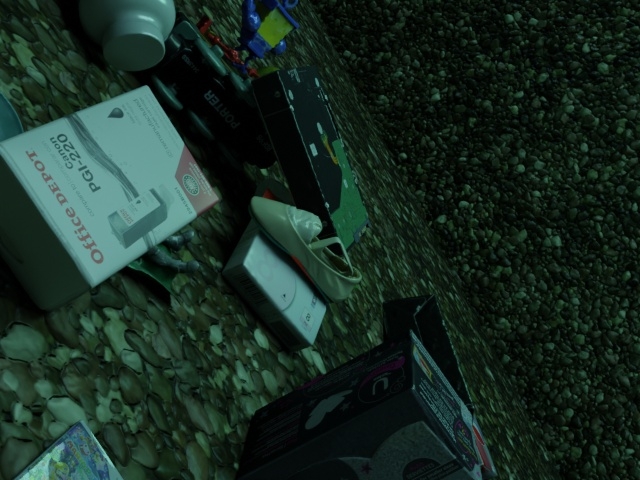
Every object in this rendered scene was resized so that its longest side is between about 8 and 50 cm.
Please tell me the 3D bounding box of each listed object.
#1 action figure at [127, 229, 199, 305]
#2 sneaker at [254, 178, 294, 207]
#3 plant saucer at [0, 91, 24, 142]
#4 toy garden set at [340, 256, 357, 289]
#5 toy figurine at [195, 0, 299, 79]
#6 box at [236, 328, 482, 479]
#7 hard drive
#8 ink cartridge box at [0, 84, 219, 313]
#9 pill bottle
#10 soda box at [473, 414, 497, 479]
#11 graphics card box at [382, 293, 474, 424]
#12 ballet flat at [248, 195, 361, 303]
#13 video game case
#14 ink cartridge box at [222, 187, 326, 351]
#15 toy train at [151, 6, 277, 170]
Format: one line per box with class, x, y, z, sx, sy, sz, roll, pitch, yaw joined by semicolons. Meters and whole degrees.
action figure;-0.239;-0.019;0.867;0.232;0.063;0.137;32;34;-52
sneaker;-0.058;-0.015;1.389;0.115;0.090;0.232;-90;156;-73
plant saucer;-0.362;-0.132;0.757;0.119;0.021;0.119;52;16;-22
toy garden set;0.000;0.000;1.515;0.244;0.049;0.204;62;-5;-1
toy figurine;-0.100;-0.464;1.703;0.191;0.217;0.362;42;5;31
box;0.049;0.255;0.894;0.163;0.247;0.142;54;18;-15
hard drive;-0.009;-0.149;1.350;0.339;0.064;0.237;69;21;-10
ink cartridge box;-0.229;-0.050;0.754;0.159;0.092;0.218;58;38;-9
pill bottle;-0.309;-0.400;1.144;0.146;0.146;0.264;29;42;-61
soda box;0.308;0.423;1.670;0.083;0.092;0.263;43;23;-42
graphics card box;0.161;0.296;1.156;0.233;0.094;0.371;-99;-178;-52
ballet flat;-0.015;0.003;1.189;0.248;0.086;0.086;49;19;-32
video game case;-0.209;0.214;0.613;0.087;0.011;0.122;58;15;-5
ink cartridge box;-0.053;0.037;1.214;0.189;0.066;0.232;52;41;-25
toy train;-0.194;-0.271;1.335;0.334;0.142;0.190;45;11;-41
